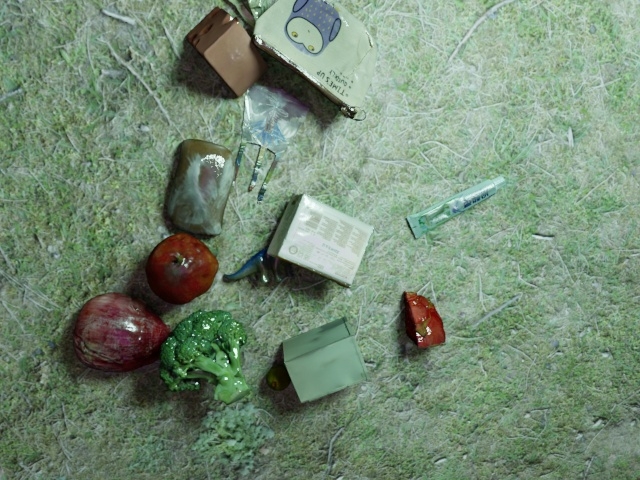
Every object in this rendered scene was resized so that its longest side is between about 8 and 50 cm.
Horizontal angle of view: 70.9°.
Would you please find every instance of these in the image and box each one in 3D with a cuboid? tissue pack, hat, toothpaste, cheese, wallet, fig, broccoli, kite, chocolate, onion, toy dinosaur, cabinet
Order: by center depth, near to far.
[{"bbox_3d":[-0.227,-0.472,1.085,0.128,0.177,0.203,-41,103,3],"label":"cheese"},{"bbox_3d":[0.013,-0.479,1.113,0.336,0.068,0.274,32,66,-19],"label":"wallet"},{"bbox_3d":[-0.192,-0.627,1.122,0.166,0.081,0.122,34,135,2],"label":"hat"},{"bbox_3d":[-0.320,-0.135,1.187,0.157,0.080,0.253,14,100,-5],"label":"chocolate"},{"bbox_3d":[0.000,0.000,1.214,0.225,0.124,0.184,25,86,-20],"label":"tissue pack"},{"bbox_3d":[-0.295,0.320,1.215,0.270,0.270,0.270,-46,70,4],"label":"broccoli"},{"bbox_3d":[-0.166,-0.265,1.222,0.170,0.015,0.309,24,97,-9],"label":"kite"},{"bbox_3d":[-0.532,0.268,1.232,0.284,0.120,0.226,5,106,-8],"label":"onion"},{"bbox_3d":[-0.159,0.025,1.267,0.248,0.075,0.188,-7,93,0],"label":"toy dinosaur"},{"bbox_3d":[0.012,0.345,1.299,0.206,0.145,0.150,-21,103,-2],"label":"cabinet"},{"bbox_3d":[0.397,-0.104,1.307,0.297,0.048,0.074,-28,104,2],"label":"toothpaste"},{"bbox_3d":[-0.125,0.408,1.325,0.074,0.088,0.073,0,91,14],"label":"fig"}]

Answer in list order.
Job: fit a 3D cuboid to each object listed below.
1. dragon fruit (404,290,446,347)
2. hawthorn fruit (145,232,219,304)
[{"bbox_3d":[0.312,0.228,1.327,0.127,0.120,0.160,-10,98,-10],"label":"dragon fruit"},{"bbox_3d":[-0.355,0.066,1.164,0.190,0.251,0.189,5,76,-20],"label":"hawthorn fruit"}]
